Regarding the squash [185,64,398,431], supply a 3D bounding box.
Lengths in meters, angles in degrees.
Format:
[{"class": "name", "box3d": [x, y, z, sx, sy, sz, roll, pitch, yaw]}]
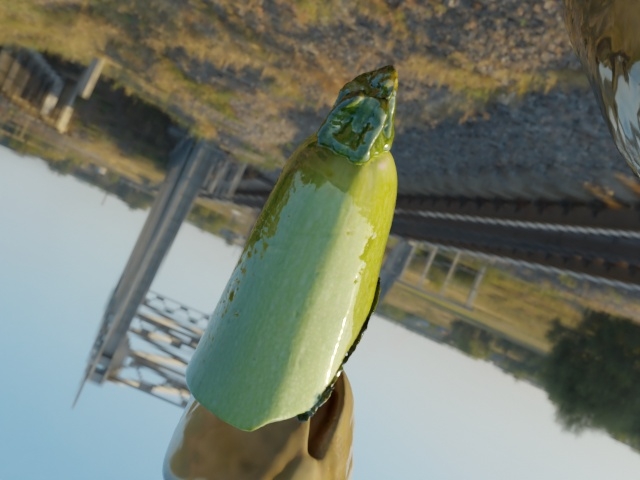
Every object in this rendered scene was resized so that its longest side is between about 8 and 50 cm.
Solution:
[{"class": "squash", "box3d": [0.002, 0.002, 0.490, 0.075, 0.200, 0.090, 21, -163, -20]}]

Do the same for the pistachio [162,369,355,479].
[{"class": "pistachio", "box3d": [-0.088, 0.302, 1.345, 0.282, 0.365, 0.445, 20, -146, -26]}]

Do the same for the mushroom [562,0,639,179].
[{"class": "mushroom", "box3d": [0.246, -0.060, 0.444, 0.314, 0.224, 0.397, -28, -148, -34]}]
